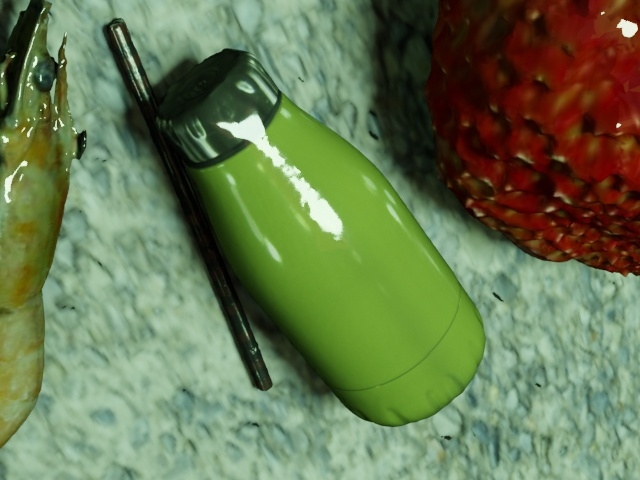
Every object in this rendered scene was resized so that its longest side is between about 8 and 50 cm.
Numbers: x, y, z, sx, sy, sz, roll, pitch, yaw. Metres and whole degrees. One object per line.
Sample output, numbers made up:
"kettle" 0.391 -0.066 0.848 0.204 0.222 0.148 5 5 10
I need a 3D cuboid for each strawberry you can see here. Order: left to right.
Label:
"strawberry" 0.222 -0.103 0.701 0.312 0.267 0.351 -12 145 3

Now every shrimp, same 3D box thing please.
"shrimp" -0.223 0.000 0.588 0.169 0.058 0.296 6 105 -27

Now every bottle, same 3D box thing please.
"bottle" 0.000 0.000 0.670 0.112 0.112 0.260 -44 120 -10

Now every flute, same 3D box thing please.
"flute" -0.078 -0.012 0.682 0.014 0.014 0.269 -29 116 -18
